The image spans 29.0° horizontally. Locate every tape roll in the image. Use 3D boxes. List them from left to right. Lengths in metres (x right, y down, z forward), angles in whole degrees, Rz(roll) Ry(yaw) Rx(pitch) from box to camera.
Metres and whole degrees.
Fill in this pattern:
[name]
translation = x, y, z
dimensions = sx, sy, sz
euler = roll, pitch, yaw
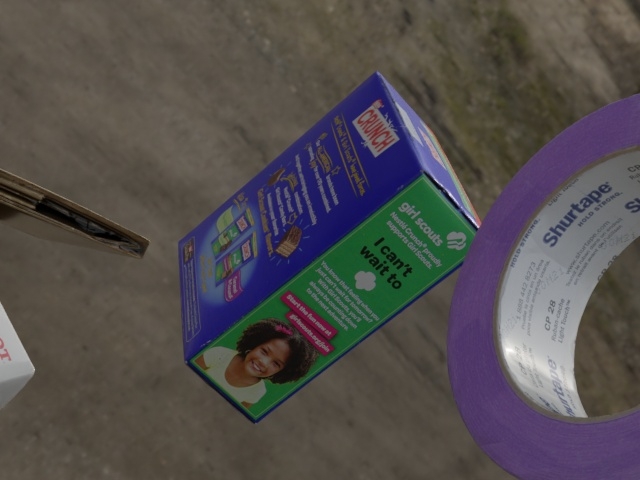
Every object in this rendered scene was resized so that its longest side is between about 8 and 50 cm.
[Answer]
[tape roll]
translation = 0.212, 0.042, 0.795
dimensions = 0.090, 0.275, 0.275
euler = 31, 34, -35

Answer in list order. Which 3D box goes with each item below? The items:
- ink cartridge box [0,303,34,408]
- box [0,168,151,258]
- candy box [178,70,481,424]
[ink cartridge box]
translation = -0.499, 0.109, 1.334
dimensions = 0.306, 0.131, 0.226
euler = -13, 69, -52
[box]
translation = -0.237, -0.031, 0.905
dimensions = 0.164, 0.201, 0.021
euler = 25, 80, -33
[candy box]
translation = 0.000, 0.000, 1.336
dimensions = 0.122, 0.317, 0.268
euler = 43, 16, -25
